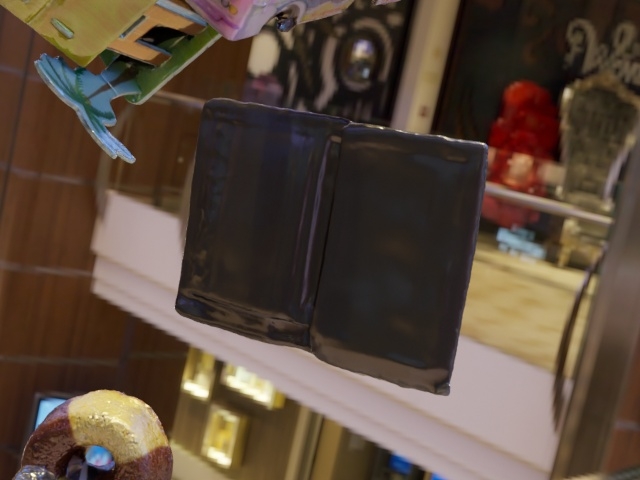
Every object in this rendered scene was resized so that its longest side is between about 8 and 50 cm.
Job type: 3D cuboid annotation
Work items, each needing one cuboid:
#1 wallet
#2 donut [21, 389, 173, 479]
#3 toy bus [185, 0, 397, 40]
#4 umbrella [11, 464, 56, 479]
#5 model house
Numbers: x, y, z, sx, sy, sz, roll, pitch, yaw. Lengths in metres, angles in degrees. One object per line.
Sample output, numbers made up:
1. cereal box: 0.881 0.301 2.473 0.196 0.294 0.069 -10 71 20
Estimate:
1. wallet: 0.000 0.000 1.214 0.323 0.247 0.041 13 10 29
2. donut: -0.270 0.265 1.449 0.184 0.166 0.073 -10 3 12
3. toy bus: -0.007 -0.269 1.166 0.090 0.112 0.274 45 39 16
4. umbrella: -0.296 0.258 1.121 0.046 0.050 0.188 -24 5 17
5. model house: -0.234 -0.310 1.564 0.340 0.300 0.324 59 20 18
